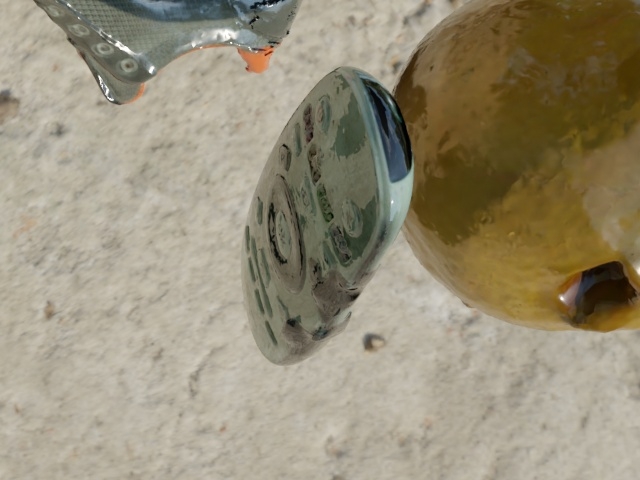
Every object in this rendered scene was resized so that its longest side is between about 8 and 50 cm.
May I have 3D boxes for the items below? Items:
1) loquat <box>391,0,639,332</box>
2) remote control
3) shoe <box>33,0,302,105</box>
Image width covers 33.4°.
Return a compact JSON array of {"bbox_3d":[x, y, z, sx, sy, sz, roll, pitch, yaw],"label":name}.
[{"bbox_3d":[0.146,-0.051,0.622,0.193,0.238,0.238,60,43,-47],"label":"loquat"},{"bbox_3d":[-0.002,0.000,0.517,0.045,0.256,0.097,-10,75,-16],"label":"remote control"},{"bbox_3d":[-0.166,-0.191,0.812,0.336,0.171,0.132,4,31,-27],"label":"shoe"}]
